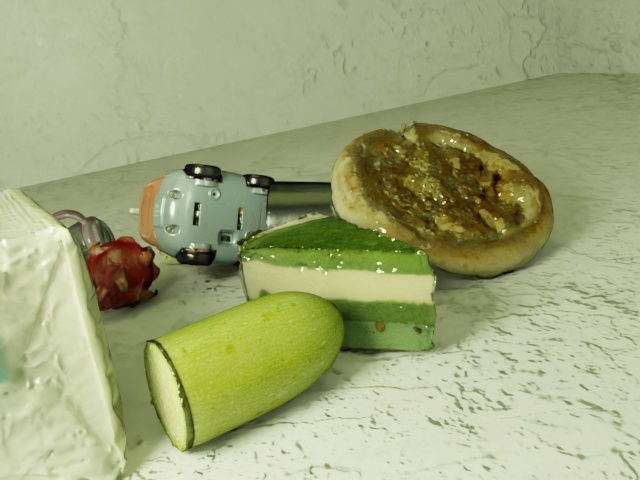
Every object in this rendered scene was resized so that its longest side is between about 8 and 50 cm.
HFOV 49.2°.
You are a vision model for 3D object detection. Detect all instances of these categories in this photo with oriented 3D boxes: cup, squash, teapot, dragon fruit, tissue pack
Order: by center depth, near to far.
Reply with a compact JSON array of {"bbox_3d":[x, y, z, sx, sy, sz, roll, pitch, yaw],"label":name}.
[{"bbox_3d":[-0.382,0.109,0.817,0.207,0.297,0.380,-16,15,-27],"label":"tissue pack"},{"bbox_3d":[-0.073,0.137,0.822,0.247,0.133,0.132,-19,19,-30],"label":"squash"},{"bbox_3d":[-0.364,0.059,1.255,0.136,0.133,0.166,-13,25,24],"label":"dragon fruit"},{"bbox_3d":[0.002,0.004,1.269,0.177,0.239,0.166,-2,-24,7],"label":"cup"},{"bbox_3d":[-0.534,0.015,1.516,0.146,0.116,0.148,-22,-26,6],"label":"teapot"}]

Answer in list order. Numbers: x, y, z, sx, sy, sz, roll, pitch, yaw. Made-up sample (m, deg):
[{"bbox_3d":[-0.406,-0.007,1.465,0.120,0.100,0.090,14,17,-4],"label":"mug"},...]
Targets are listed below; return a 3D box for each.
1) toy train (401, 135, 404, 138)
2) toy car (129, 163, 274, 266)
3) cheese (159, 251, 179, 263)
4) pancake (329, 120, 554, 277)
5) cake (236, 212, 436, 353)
[{"bbox_3d":[0.204,-0.127,1.444,0.134,0.177,0.261,-8,16,10],"label":"toy train"},{"bbox_3d":[-0.219,-0.045,1.341,0.270,0.181,0.212,5,0,-43],"label":"toy car"},{"bbox_3d":[-0.246,-0.013,1.557,0.127,0.054,0.251,-3,17,26],"label":"cheese"},{"bbox_3d":[0.198,-0.088,1.193,0.382,0.071,0.382,4,44,-4],"label":"pancake"},{"bbox_3d":[0.053,0.052,0.979,0.283,0.158,0.172,1,19,30],"label":"cake"}]
